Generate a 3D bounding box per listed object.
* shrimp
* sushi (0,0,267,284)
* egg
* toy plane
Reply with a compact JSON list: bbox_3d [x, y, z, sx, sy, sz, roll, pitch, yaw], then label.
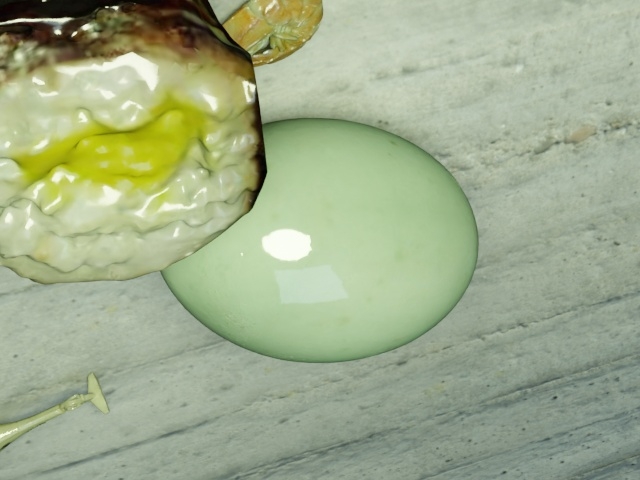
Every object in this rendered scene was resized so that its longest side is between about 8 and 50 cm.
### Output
[{"bbox_3d":[-0.075,-0.212,1.077,0.180,0.041,0.099,-33,153,8],"label":"shrimp"},{"bbox_3d":[-0.219,-0.141,0.882,0.299,0.294,0.281,2,136,-26],"label":"sushi"},{"bbox_3d":[0.000,0.000,1.145,0.389,0.276,0.276,5,131,-29],"label":"egg"},{"bbox_3d":[-0.432,0.265,1.372,0.286,0.092,0.108,-27,160,4],"label":"toy plane"}]
